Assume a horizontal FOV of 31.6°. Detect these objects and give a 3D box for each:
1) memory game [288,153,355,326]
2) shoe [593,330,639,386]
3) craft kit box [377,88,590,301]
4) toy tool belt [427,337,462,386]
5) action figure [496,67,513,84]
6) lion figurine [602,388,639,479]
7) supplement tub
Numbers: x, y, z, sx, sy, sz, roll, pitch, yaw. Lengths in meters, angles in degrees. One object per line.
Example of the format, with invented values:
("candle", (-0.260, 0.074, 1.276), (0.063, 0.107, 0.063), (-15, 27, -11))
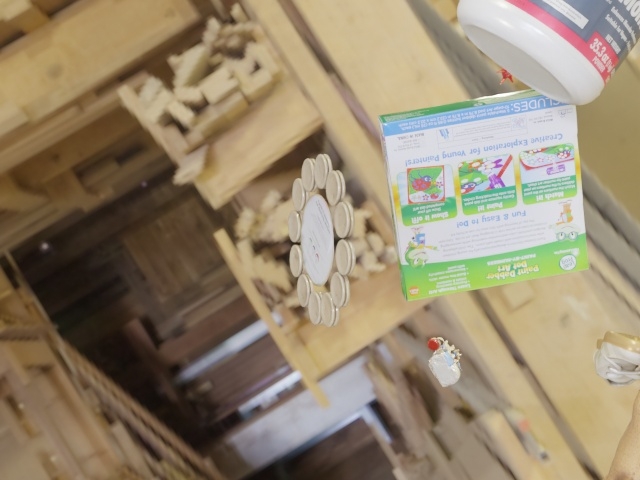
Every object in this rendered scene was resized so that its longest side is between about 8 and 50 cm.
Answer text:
("memory game", (0.000, 0.000, 1.199), (0.012, 0.186, 0.186), (-2, -13, -20))
("shoe", (0.353, 0.139, 1.289), (0.077, 0.058, 0.219), (9, -5, 9))
("craft kit box", (0.213, -0.061, 1.463), (0.250, 0.246, 0.061), (-9, 17, -2))
("toy tool belt", (0.199, 0.188, 1.808), (0.052, 0.083, 0.051), (-19, 7, 28))
("action figure", (0.317, -0.361, 1.791), (0.091, 0.280, 0.139), (-13, 17, 35))
("lion figurine", (0.345, 0.204, 1.111), (0.240, 0.392, 0.142), (-25, 37, -37))
("supplement tub", (0.300, -0.308, 1.268), (0.272, 0.191, 0.191), (-54, -3, 2))
